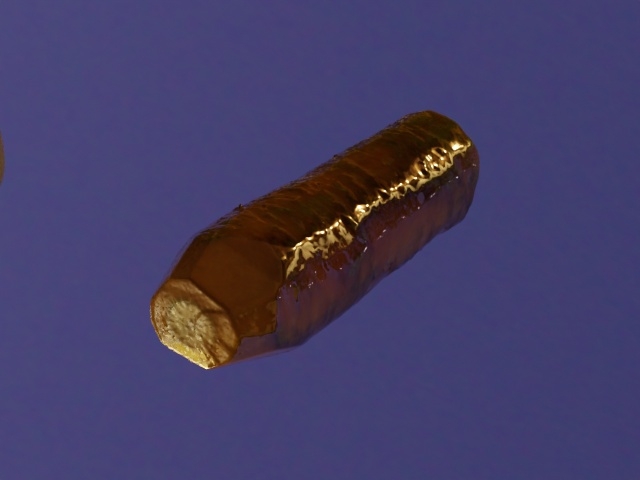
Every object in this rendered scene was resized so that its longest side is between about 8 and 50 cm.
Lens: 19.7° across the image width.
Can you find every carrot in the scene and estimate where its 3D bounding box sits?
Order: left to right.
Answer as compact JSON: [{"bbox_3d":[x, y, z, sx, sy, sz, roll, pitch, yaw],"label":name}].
[{"bbox_3d":[0.000,0.000,1.384,0.114,0.302,0.114,21,-54,32],"label":"carrot"}]

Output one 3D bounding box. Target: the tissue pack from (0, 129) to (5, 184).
[{"bbox_3d":[-0.291,-0.039,1.167,0.178,0.123,0.127,-31,-107,12],"label":"tissue pack"}]
